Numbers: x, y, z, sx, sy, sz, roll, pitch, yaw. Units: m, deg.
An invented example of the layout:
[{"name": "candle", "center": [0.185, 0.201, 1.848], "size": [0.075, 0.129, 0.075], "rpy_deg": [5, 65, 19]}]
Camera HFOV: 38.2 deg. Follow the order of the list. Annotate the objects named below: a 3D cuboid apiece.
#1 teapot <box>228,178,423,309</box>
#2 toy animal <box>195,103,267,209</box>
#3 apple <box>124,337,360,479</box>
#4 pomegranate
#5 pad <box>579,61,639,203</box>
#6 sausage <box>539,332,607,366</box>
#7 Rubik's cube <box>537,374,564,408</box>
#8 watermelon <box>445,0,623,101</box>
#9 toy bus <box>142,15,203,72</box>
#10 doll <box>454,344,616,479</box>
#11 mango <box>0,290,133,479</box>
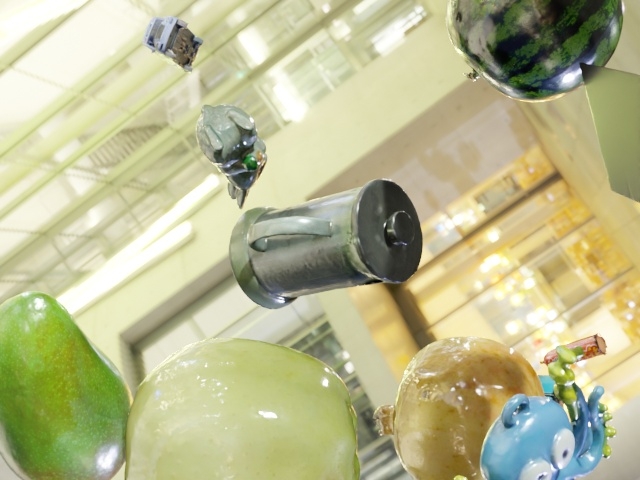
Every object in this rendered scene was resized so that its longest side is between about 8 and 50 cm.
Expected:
[{"name": "teapot", "center": [0.000, 0.000, 1.644], "size": [0.270, 0.337, 0.200], "rpy_deg": [16, -111, -45]}, {"name": "toy animal", "center": [-0.164, -0.162, 1.834], "size": [0.251, 0.125, 0.127], "rpy_deg": [76, -173, -60]}, {"name": "apple", "center": [-0.108, 0.313, 1.365], "size": [0.357, 0.357, 0.357], "rpy_deg": [52, -169, -14]}, {"name": "pomegranate", "center": [0.265, 0.347, 1.790], "size": [0.342, 0.342, 0.342], "rpy_deg": [52, -169, -14]}, {"name": "pad", "center": [0.423, -0.121, 1.182], "size": [0.300, 0.005, 0.202], "rpy_deg": [-125, 14, -71]}, {"name": "sausage", "center": [0.501, 0.226, 1.852], "size": [0.050, 0.145, 0.048], "rpy_deg": [11, -118, -45]}, {"name": "Rubik's cube", "center": [0.426, 0.494, 2.174], "size": [0.283, 0.288, 0.293], "rpy_deg": [-45, -47, -62]}, {"name": "watermelon", "center": [0.317, -0.340, 1.390], "size": [0.269, 0.269, 0.269], "rpy_deg": [52, -169, -14]}, {"name": "toy bus", "center": [-0.276, -0.365, 1.708], "size": [0.076, 0.073, 0.167], "rpy_deg": [22, 180, 9]}, {"name": "doll", "center": [0.296, 0.347, 1.283], "size": [0.099, 0.346, 0.341], "rpy_deg": [29, 148, 56]}, {"name": "mango", "center": [-0.413, 0.245, 1.450], "size": [0.201, 0.225, 0.382], "rpy_deg": [-71, -22, -57]}]
